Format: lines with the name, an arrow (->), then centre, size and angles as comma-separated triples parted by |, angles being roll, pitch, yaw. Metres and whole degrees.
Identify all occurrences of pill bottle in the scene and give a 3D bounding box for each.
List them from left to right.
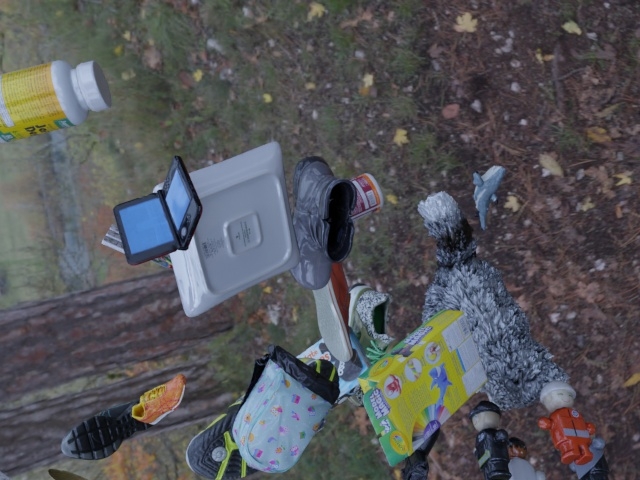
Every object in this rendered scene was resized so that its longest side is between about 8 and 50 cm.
pill bottle -> -0.493, -0.255, 1.142 | 0.208, 0.117, 0.117 | -15, 86, -2
pill bottle -> 0.071, -0.110, 1.935 | 0.121, 0.221, 0.121 | 60, 166, 25

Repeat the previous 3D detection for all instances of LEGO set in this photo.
LEGO set -> -0.489, 0.044, 1.783 | 0.060, 0.244, 0.182 | -62, 16, 9

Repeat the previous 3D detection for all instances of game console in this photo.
game console -> -0.254, -0.050, 0.980 | 0.124, 0.085, 0.144 | -61, 42, 32

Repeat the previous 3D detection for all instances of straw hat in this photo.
straw hat -> -0.403, 0.437, 1.047 | 0.144, 0.144, 0.061 | 16, 69, 38

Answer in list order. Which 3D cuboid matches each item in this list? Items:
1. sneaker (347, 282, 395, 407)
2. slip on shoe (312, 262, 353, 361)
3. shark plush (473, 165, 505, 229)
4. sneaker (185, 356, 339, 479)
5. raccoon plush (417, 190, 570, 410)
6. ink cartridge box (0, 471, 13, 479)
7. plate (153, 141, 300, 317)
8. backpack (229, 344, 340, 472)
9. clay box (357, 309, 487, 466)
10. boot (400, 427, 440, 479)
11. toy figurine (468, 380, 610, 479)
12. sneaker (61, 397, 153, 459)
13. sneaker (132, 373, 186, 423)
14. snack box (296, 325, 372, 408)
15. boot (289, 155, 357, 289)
sneaker -> 0.160, 0.345, 2.088 | 0.182, 0.158, 0.410 | -5, 80, 53
slip on shoe -> 0.046, 0.182, 1.817 | 0.123, 0.101, 0.331 | -19, 83, 60
shark plush -> 0.407, -0.106, 1.558 | 0.067, 0.073, 0.161 | 24, 100, 46
sneaker -> -0.132, 0.395, 1.426 | 0.147, 0.385, 0.145 | -3, 110, 57
raccoon plush -> 0.318, 0.147, 1.304 | 0.216, 0.299, 0.446 | -35, 110, 3
ink cartridge box -> -0.633, 0.583, 1.245 | 0.353, 0.207, 0.119 | 22, 87, 20
plate -> -0.157, -0.017, 1.209 | 0.045, 0.278, 0.277 | 24, 131, 47
backpack -> -0.067, 0.284, 1.043 | 0.152, 0.182, 0.115 | 37, 169, -12
clay box -> 0.145, 0.211, 0.933 | 0.053, 0.222, 0.127 | -1, 115, 56
boot -> 0.195, 0.412, 1.226 | 0.045, 0.099, 0.121 | 29, 102, 1
toy figurine -> 0.388, 0.364, 1.127 | 0.213, 0.209, 0.148 | -27, 39, 23
sneaker -> -0.513, 0.459, 1.533 | 0.106, 0.267, 0.101 | -18, 85, 34
sneaker -> -0.357, 0.353, 1.405 | 0.175, 0.067, 0.064 | -45, 38, 24
snack box -> -0.002, 0.422, 1.939 | 0.322, 0.060, 0.187 | -38, 59, 14
boot -> 0.000, 0.000, 1.389 | 0.222, 0.118, 0.338 | -126, 29, -58
